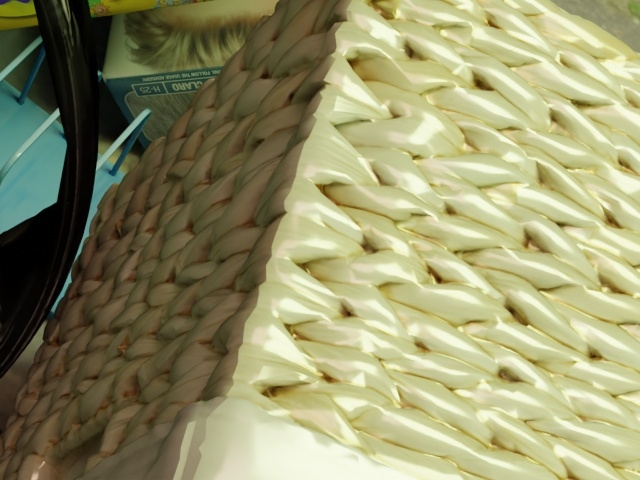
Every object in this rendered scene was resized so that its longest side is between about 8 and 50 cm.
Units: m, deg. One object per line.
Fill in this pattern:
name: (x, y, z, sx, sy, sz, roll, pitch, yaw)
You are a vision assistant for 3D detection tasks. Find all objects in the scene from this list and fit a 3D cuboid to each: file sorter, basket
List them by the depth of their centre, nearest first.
basket: (0.044, 0.092, 0.617, 0.331, 0.328, 0.266, 24, 58, -19)
file sorter: (-0.178, -0.054, 0.884, 0.170, 0.104, 0.118, 38, 52, -3)

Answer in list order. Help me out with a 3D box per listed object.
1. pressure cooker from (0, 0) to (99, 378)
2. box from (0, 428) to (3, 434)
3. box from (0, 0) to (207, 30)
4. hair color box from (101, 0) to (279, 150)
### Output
pressure cooker: (-0.307, -0.070, 0.612, 0.420, 0.370, 0.375, 4, 82, -1)
box: (-0.199, 0.147, 0.812, 0.067, 0.018, 0.083, -34, 82, -36)
box: (-0.152, -0.279, 0.857, 0.290, 0.177, 0.279, -6, 40, 12)
hair color box: (-0.038, -0.231, 1.010, 0.174, 0.105, 0.347, -5, 58, 13)
